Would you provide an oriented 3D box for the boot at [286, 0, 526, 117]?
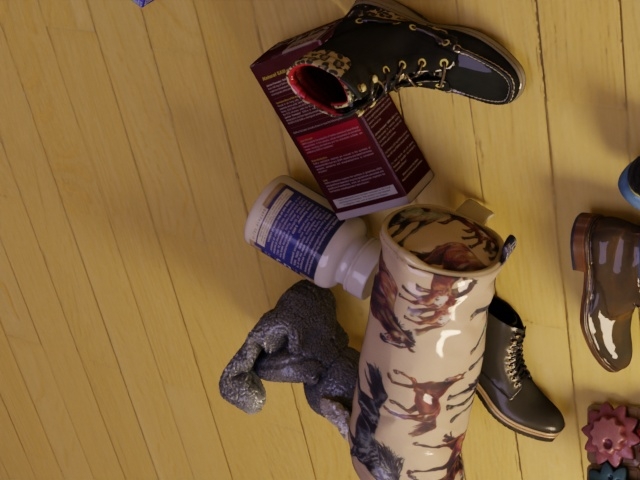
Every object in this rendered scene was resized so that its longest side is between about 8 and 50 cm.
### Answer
[{"bbox_3d":[0.096,-0.185,1.459,0.236,0.178,0.085,28,137,20],"label":"boot"}]

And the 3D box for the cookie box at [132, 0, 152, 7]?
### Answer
[{"bbox_3d":[-0.249,-0.378,1.687,0.092,0.040,0.107,36,138,11],"label":"cookie box"}]

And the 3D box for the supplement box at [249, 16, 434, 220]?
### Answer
[{"bbox_3d":[0.028,-0.151,1.625,0.130,0.073,0.239,-12,116,44],"label":"supplement box"}]

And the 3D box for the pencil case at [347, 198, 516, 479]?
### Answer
[{"bbox_3d":[0.138,0.154,1.647,0.160,0.183,0.410,34,131,37],"label":"pencil case"}]

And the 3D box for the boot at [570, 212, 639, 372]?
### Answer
[{"bbox_3d":[0.370,0.071,1.525,0.106,0.082,0.219,5,124,40],"label":"boot"}]

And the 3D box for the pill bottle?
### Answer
[{"bbox_3d":[0.000,0.000,1.745,0.187,0.112,0.112,31,138,16],"label":"pill bottle"}]

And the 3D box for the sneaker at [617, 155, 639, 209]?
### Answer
[{"bbox_3d":[0.431,-0.033,1.413,0.209,0.069,0.082,24,169,10],"label":"sneaker"}]

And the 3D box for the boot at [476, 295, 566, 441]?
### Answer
[{"bbox_3d":[0.263,0.170,1.707,0.198,0.077,0.137,36,134,8],"label":"boot"}]

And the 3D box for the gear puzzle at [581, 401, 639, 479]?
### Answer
[{"bbox_3d":[0.472,0.294,1.586,0.339,0.044,0.175,-3,82,41],"label":"gear puzzle"}]

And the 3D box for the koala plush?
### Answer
[{"bbox_3d":[0.007,0.188,1.846,0.221,0.196,0.203,40,130,11],"label":"koala plush"}]
